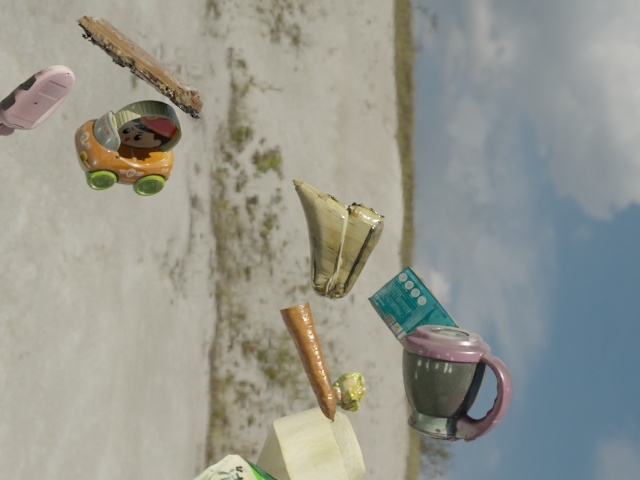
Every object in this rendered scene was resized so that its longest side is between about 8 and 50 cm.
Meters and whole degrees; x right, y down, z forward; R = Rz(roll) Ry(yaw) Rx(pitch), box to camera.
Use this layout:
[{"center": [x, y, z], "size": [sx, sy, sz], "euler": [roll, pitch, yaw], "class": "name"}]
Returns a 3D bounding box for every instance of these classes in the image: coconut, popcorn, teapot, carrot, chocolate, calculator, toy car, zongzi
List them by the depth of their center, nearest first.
[{"center": [0.177, 0.194, 1.155], "size": [0.116, 0.148, 0.145], "euler": [-20, 117, -78], "class": "teapot"}, {"center": [-0.469, -0.224, 1.414], "size": [0.024, 0.166, 0.103], "euler": [52, 11, 15], "class": "calculator"}, {"center": [-0.013, 0.221, 1.564], "size": [0.057, 0.057, 0.224], "euler": [131, -60, -75], "class": "carrot"}, {"center": [0.000, 0.000, 1.633], "size": [0.194, 0.198, 0.099], "euler": [-64, -169, -1], "class": "zongzi"}, {"center": [-0.027, 0.454, 1.802], "size": [0.202, 0.222, 0.202], "euler": [162, -90, -88], "class": "coconut"}, {"center": [-0.376, -0.370, 1.824], "size": [0.065, 0.329, 0.102], "euler": [-53, 166, 1], "class": "chocolate"}, {"center": [-0.404, -0.220, 1.876], "size": [0.235, 0.235, 0.145], "euler": [107, -33, -55], "class": "toy car"}, {"center": [0.076, 0.394, 2.281], "size": [0.097, 0.089, 0.109], "euler": [-2, 120, -61], "class": "popcorn"}]

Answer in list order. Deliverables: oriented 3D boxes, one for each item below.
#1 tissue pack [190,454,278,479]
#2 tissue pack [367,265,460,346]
[{"center": [-0.031, 0.539, 1.209], "size": [0.331, 0.205, 0.405], "euler": [52, -1, -44], "class": "tissue pack"}, {"center": [0.195, 0.153, 1.798], "size": [0.169, 0.120, 0.082], "euler": [53, 6, 27], "class": "tissue pack"}]
